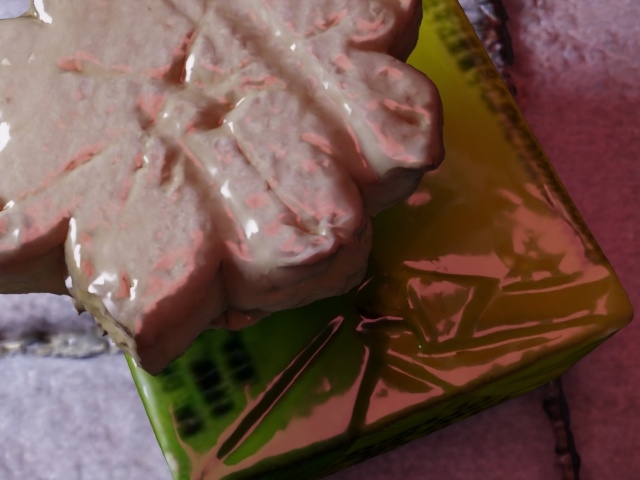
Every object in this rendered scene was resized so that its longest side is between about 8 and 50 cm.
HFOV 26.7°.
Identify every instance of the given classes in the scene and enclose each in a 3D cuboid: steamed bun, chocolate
[{"bbox_3d":[-0.078,-0.060,0.760,0.292,0.137,0.295,0,71,1],"label":"steamed bun"},{"bbox_3d":[0.000,0.000,0.877,0.288,0.137,0.301,-21,66,-8],"label":"chocolate"}]
